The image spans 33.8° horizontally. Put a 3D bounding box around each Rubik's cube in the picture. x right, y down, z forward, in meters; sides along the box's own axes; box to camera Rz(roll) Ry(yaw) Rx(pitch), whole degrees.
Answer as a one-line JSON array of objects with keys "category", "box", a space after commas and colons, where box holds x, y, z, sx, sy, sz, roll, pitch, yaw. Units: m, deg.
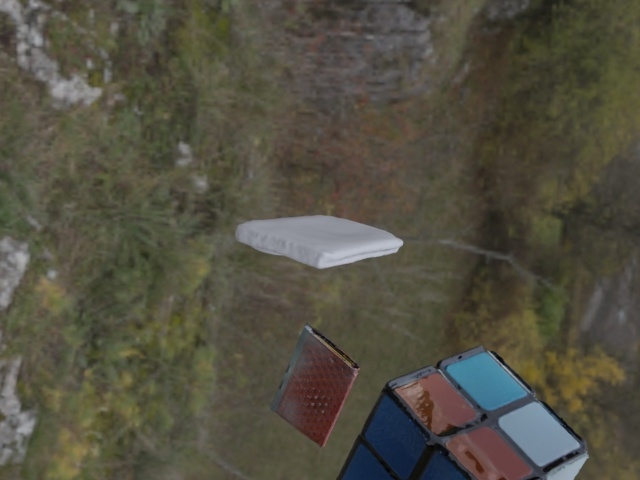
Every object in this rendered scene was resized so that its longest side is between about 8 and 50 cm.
[{"category": "Rubik's cube", "box": [0.155, 0.248, 1.159, 0.180, 0.183, 0.167, -16, 141, -41]}]

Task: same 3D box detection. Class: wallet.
[{"category": "wallet", "box": [-0.009, 0.216, 1.537, 0.020, 0.103, 0.196, -35, 155, -44]}, {"category": "wallet", "box": [0.000, 0.000, 1.130, 0.183, 0.124, 0.032, -8, 110, -60]}]
